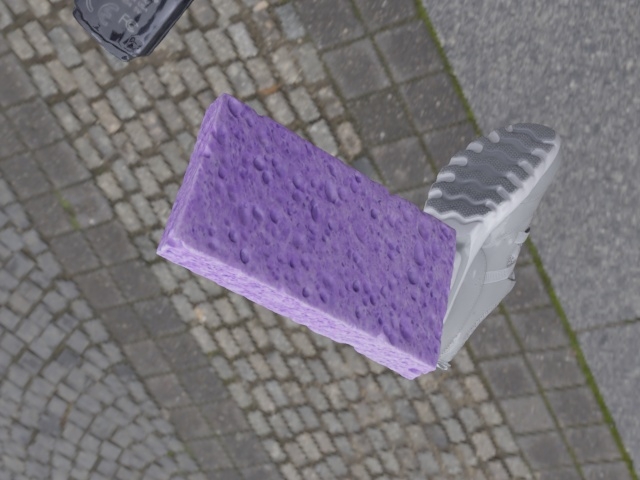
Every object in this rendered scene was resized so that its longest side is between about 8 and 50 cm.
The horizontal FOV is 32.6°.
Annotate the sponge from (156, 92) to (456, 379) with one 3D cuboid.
[{"bbox_3d":[0.000,0.000,0.733,0.210,0.117,0.031,28,147,-25],"label":"sponge"}]

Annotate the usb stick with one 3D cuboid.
[{"bbox_3d":[-0.079,-0.246,0.784,0.077,0.045,0.278,43,115,-4],"label":"usb stick"}]

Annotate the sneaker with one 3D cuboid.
[{"bbox_3d":[0.160,0.004,1.132,0.105,0.281,0.115,31,174,47],"label":"sneaker"}]
